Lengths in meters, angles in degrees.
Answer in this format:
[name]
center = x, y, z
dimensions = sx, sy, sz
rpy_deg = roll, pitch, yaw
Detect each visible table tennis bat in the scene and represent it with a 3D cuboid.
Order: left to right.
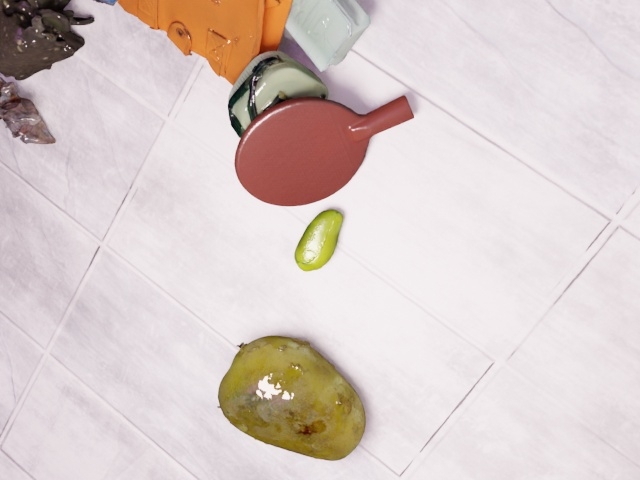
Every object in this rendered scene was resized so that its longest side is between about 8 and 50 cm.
[table tennis bat]
center = 0.008, -0.212, 1.358
dimensions = 0.415, 0.051, 0.268
rpy_deg = -24, 130, 6

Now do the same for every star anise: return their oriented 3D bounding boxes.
[star anise]
center = -0.824, -0.337, 1.616
dimensions = 0.258, 0.110, 0.198
rpy_deg = 28, 146, 12

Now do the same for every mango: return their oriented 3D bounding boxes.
[mango]
center = 0.000, 0.000, 1.450
dimensions = 0.091, 0.074, 0.165
rpy_deg = 36, 96, 14

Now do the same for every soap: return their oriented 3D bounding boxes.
[soap]
center = -0.019, -0.512, 1.331
dimensions = 0.261, 0.094, 0.150
rpy_deg = 53, 143, 5

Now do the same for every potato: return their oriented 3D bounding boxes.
[potato]
center = -0.058, 0.371, 1.455
dimensions = 0.359, 0.219, 0.269
rpy_deg = 21, 114, 7

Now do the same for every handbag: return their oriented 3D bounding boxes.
[handbag]
center = -0.269, -0.553, 1.359
dimensions = 0.410, 0.116, 0.303
rpy_deg = 37, 136, 12

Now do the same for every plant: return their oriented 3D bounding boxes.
[plant]
center = -0.722, -0.540, 1.530
dimensions = 0.276, 0.199, 0.188
rpy_deg = -25, 86, 19

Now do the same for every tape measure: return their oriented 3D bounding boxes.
[tape measure]
center = -0.112, -0.291, 1.364
dimensions = 0.235, 0.207, 0.115
rpy_deg = -50, 54, 19

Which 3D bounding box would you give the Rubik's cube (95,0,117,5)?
[Rubik's cube]
center = -0.578, -0.794, 1.367
dimensions = 0.344, 0.344, 0.337
rpy_deg = 46, 108, 5
